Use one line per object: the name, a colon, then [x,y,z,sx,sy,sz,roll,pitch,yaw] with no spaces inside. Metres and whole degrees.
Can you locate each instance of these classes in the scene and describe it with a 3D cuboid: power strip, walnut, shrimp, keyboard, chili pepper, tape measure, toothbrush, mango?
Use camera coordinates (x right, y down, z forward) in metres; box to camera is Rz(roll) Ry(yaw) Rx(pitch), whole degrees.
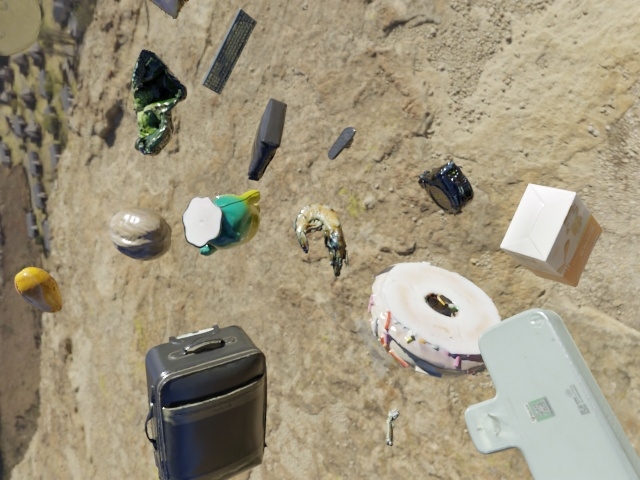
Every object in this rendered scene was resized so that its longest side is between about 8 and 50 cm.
power strip: [0.304,0.249,0.619,0.194,0.059,0.264,-38,53,34]
walnut: [-0.465,-0.017,1.118,0.162,0.140,0.140,21,109,31]
shrimp: [0.000,0.000,2.007,0.071,0.234,0.364,130,130,-73]
keyboard: [-0.197,-0.405,0.932,0.014,0.055,0.176,37,103,28]
chili pepper: [-0.430,-0.354,1.137,0.148,0.116,0.264,14,104,54]
tape measure: [0.461,-0.185,1.556,0.186,0.112,0.199,56,172,-8]
toothbrush: [0.170,0.447,1.039,0.028,0.294,0.026,-31,76,7]
mango: [-0.440,0.082,0.679,0.060,0.046,0.089,-7,123,21]

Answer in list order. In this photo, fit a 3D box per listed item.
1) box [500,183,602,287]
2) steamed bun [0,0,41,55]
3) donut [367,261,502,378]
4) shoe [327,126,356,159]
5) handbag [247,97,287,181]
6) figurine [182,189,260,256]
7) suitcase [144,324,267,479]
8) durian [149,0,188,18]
box: [0.736,-0.006,1.357,0.144,0.341,0.224,25,90,47]
steamed bun: [-0.489,-0.354,0.649,0.091,0.112,0.130,37,154,4]
donut: [0.305,0.216,1.177,0.382,0.383,0.142,44,133,32]
shoe: [0.103,-0.423,1.891,0.179,0.049,0.071,-48,50,32]
handbag: [-0.203,-0.362,1.549,0.223,0.080,0.246,-45,32,50]
figurine: [-0.374,-0.071,1.744,0.231,0.340,0.323,38,107,17]
suitcase: [-0.283,0.431,1.069,0.194,0.283,0.433,31,123,51]
durian: [-0.404,-0.693,1.036,0.183,0.249,0.137,27,74,22]
